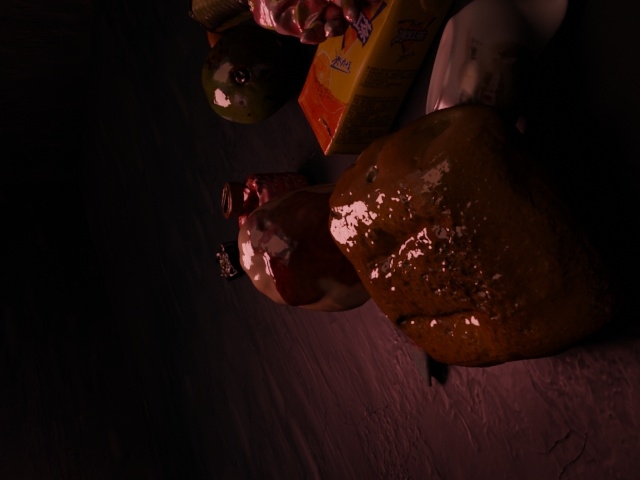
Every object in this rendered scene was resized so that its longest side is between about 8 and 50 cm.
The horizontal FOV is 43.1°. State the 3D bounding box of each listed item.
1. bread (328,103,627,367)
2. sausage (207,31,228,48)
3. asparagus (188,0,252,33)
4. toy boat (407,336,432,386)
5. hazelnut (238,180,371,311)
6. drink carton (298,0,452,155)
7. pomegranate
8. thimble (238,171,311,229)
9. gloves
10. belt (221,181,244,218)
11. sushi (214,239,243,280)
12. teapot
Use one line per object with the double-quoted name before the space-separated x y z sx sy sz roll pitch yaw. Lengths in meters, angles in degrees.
"bread" 0.170 0.015 0.992 0.337 0.148 0.328 52 153 -10
"sausage" -0.248 -0.493 1.995 0.062 0.054 0.183 -51 44 31
"asparagus" -0.185 -0.539 1.789 0.108 0.128 0.382 -57 27 -15
"toy boat" 0.150 0.087 1.283 0.206 0.096 0.282 -136 35 -65
"hazelnut" 0.000 0.000 1.389 0.261 0.261 0.241 25 103 60
"drink carton" 0.083 -0.309 1.298 0.155 0.111 0.351 65 146 33
"pomegranate" -0.146 -0.342 1.693 0.248 0.202 0.202 -86 -2 -78
"thimble" -0.092 -0.046 1.673 0.163 0.124 0.190 22 114 61
"gloves" -0.004 -0.370 1.221 0.241 0.126 0.145 13 107 30
"belt" -0.182 -0.081 1.673 0.059 0.036 0.083 -117 31 -41
"sushi" -0.226 0.055 2.044 0.084 0.056 0.083 -44 63 56
"teapot" 0.212 -0.193 1.032 0.204 0.139 0.298 -85 5 -54
